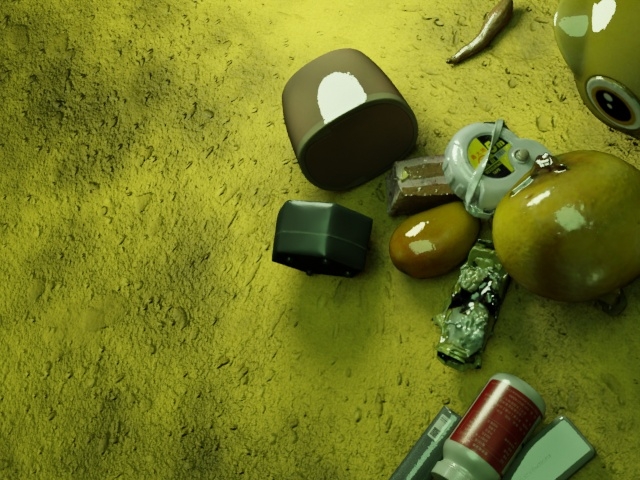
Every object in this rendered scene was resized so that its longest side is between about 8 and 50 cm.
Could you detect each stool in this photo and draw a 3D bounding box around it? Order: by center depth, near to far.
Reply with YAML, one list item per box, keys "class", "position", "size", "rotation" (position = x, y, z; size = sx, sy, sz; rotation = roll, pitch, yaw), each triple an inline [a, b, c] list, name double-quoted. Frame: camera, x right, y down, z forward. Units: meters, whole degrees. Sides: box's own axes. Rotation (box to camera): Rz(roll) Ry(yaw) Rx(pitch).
- class: "stool"
  position: [0.000, 0.000, 1.890]
  size: [0.232, 0.232, 0.141]
  rotation: [5, 77, 23]

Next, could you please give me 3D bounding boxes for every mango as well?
- class: "mango"
  position: [0.259, 0.000, 1.838]
  size: [0.221, 0.120, 0.151]
  rotation: [-23, 65, 5]

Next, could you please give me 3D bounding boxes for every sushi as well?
- class: "sushi"
  position: [0.319, 0.133, 1.765]
  size: [0.139, 0.131, 0.291]
  rotation: [19, 82, 14]

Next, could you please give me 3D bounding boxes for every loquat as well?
- class: "loquat"
  position: [0.522, -0.009, 1.640]
  size: [0.328, 0.328, 0.359]
  rotation: [-29, 100, 11]

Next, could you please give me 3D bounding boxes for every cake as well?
- class: "cake"
  position: [0.285, -0.141, 1.885]
  size: [0.295, 0.113, 0.116]
  rotation: [-12, 70, 5]

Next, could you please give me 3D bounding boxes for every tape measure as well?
- class: "tape measure"
  position: [0.368, -0.165, 1.801]
  size: [0.236, 0.120, 0.197]
  rotation: [-35, 76, -22]

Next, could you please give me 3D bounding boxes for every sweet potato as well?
- class: "sweet potato"
  position: [0.389, -0.495, 1.989]
  size: [0.214, 0.050, 0.050]
  rotation: [-48, 63, 8]

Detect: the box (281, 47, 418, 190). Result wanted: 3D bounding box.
- class: "box"
  position: [0.053, -0.288, 1.935]
  size: [0.301, 0.301, 0.216]
  rotation: [-32, 57, 9]

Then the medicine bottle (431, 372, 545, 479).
- class: "medicine bottle"
  position: [0.334, 0.394, 1.646]
  size: [0.131, 0.131, 0.250]
  rotation: [30, 70, 27]

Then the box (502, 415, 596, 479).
- class: "box"
  position: [0.430, 0.464, 1.658]
  size: [0.243, 0.055, 0.103]
  rotation: [-42, 63, 5]

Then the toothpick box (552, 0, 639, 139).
- class: "toothpick box"
  position: [0.707, -0.391, 1.631]
  size: [0.425, 0.409, 0.409]
  rotation: [2, 74, 28]

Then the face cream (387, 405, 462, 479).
- class: "face cream"
  position: [0.205, 0.478, 1.731]
  size: [0.073, 0.073, 0.283]
  rotation: [37, 89, 27]
